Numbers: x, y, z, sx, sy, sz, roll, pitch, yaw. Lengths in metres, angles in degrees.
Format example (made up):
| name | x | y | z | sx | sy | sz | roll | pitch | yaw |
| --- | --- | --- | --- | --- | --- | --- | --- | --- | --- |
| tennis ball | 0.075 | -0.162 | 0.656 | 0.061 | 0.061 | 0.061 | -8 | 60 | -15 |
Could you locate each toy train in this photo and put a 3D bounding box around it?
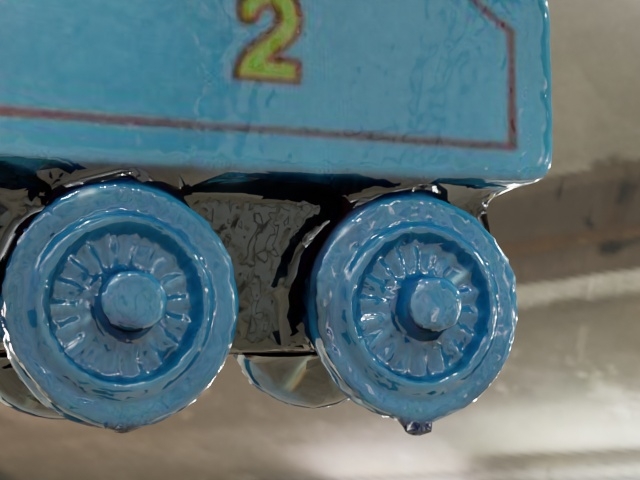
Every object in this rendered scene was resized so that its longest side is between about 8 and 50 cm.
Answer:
| name | x | y | z | sx | sy | sz | roll | pitch | yaw |
| --- | --- | --- | --- | --- | --- | --- | --- | --- | --- |
| toy train | -0.051 | -0.040 | 0.706 | 0.300 | 0.265 | 0.188 | 2 | -5 | -20 |
